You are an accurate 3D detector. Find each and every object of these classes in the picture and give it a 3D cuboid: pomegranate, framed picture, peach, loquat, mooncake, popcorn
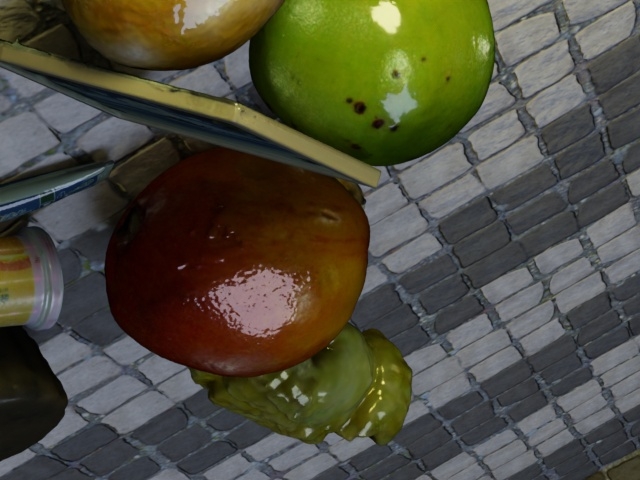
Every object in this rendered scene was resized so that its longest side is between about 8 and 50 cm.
[{"bbox_3d":[0.057,-0.215,1.530,0.236,0.236,0.302,-5,126,-37],"label":"pomegranate"},{"bbox_3d":[-0.130,-0.114,1.491,0.232,0.315,0.024,22,87,-56],"label":"framed picture"},{"bbox_3d":[-0.085,0.018,1.778,0.281,0.238,0.281,-7,162,-2],"label":"peach"},{"bbox_3d":[-0.104,-0.240,1.384,0.227,0.179,0.179,-39,152,5],"label":"loquat"},{"bbox_3d":[-0.402,0.175,1.897,0.228,0.124,0.228,-23,158,-10],"label":"mooncake"},{"bbox_3d":[-0.043,0.145,2.062,0.286,0.174,0.225,30,163,-38],"label":"popcorn"}]

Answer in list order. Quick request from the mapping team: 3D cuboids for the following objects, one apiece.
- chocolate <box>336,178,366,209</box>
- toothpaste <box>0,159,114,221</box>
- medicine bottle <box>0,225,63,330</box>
[{"bbox_3d":[0.000,0.000,2.008,0.085,0.086,0.219,-19,157,-16],"label":"chocolate"},{"bbox_3d":[-0.299,-0.042,1.703,0.197,0.035,0.057,-18,167,-21],"label":"toothpaste"},{"bbox_3d":[-0.462,0.056,1.650,0.426,0.108,0.108,-6,146,-34],"label":"medicine bottle"}]
